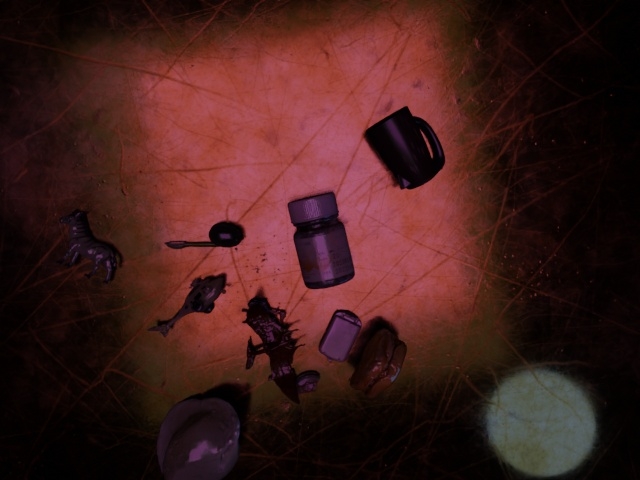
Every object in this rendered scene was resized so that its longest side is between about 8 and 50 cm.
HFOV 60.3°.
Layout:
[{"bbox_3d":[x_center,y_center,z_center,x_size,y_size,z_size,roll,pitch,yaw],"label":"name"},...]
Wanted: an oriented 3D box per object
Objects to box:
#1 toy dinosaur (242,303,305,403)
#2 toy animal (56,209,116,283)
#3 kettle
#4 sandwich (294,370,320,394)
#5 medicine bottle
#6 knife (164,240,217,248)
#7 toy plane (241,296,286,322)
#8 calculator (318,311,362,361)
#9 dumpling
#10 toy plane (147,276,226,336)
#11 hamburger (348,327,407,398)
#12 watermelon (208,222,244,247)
[{"bbox_3d":[-0.152,0.339,1.733,0.206,0.113,0.328,4,106,1],"label":"toy dinosaur"},{"bbox_3d":[-0.729,0.020,1.726,0.216,0.073,0.176,29,81,-8],"label":"toy animal"},{"bbox_3d":[0.271,-0.281,1.679,0.202,0.144,0.232,-38,104,-27],"label":"kettle"},{"bbox_3d":[-0.046,0.470,1.810,0.101,0.026,0.070,-18,96,1],"label":"sandwich"},{"bbox_3d":[0.000,0.000,1.683,0.165,0.165,0.274,-14,97,1],"label":"medicine bottle"},{"bbox_3d":[-0.407,0.015,1.752,0.183,0.022,0.026,-1,72,0],"label":"knife"},{"bbox_3d":[-0.180,0.223,1.773,0.145,0.037,0.060,16,101,-1],"label":"toy plane"},{"bbox_3d":[0.064,0.315,1.788,0.100,0.032,0.175,25,97,-3],"label":"calculator"},{"bbox_3d":[-0.388,0.654,1.740,0.320,0.212,0.270,-26,94,-8],"label":"dumpling"},{"bbox_3d":[-0.418,0.210,1.748,0.286,0.092,0.108,-44,74,4],"label":"toy plane"},{"bbox_3d":[0.181,0.380,1.713,0.108,0.214,0.214,37,95,-1],"label":"hamburger"},{"bbox_3d":[-0.294,-0.017,1.722,0.110,0.078,0.078,7,97,-2],"label":"watermelon"}]
